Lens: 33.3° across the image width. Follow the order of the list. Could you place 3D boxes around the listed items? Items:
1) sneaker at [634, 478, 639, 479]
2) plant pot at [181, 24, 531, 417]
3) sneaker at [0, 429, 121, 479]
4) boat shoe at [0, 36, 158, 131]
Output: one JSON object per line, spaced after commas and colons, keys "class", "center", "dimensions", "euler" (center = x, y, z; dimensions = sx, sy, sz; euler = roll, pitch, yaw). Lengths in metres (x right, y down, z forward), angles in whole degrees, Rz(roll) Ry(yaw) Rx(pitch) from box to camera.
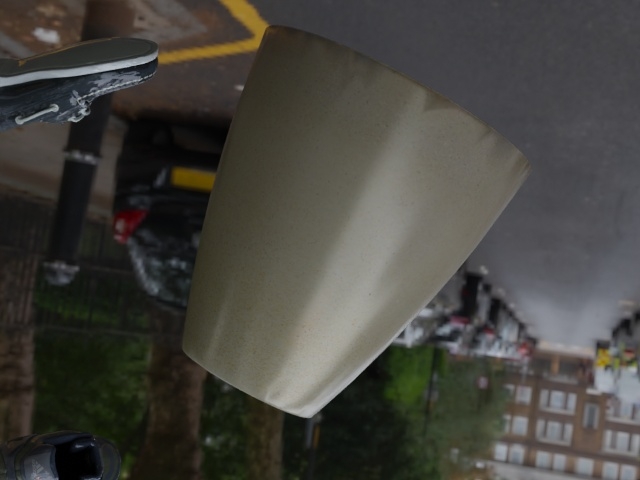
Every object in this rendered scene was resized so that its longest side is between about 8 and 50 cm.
{"class": "sneaker", "center": [0.284, 0.362, 1.087], "dimensions": [0.153, 0.282, 0.099], "euler": [-25, -140, -3]}
{"class": "plant pot", "center": [0.000, 0.000, 0.914], "dimensions": [0.256, 0.274, 0.256], "euler": [29, 179, 1]}
{"class": "sneaker", "center": [-0.302, 0.278, 1.275], "dimensions": [0.121, 0.111, 0.300], "euler": [-15, 171, 13]}
{"class": "boat shoe", "center": [-0.345, -0.193, 1.375], "dimensions": [0.302, 0.091, 0.114], "euler": [-6, -153, 12]}
